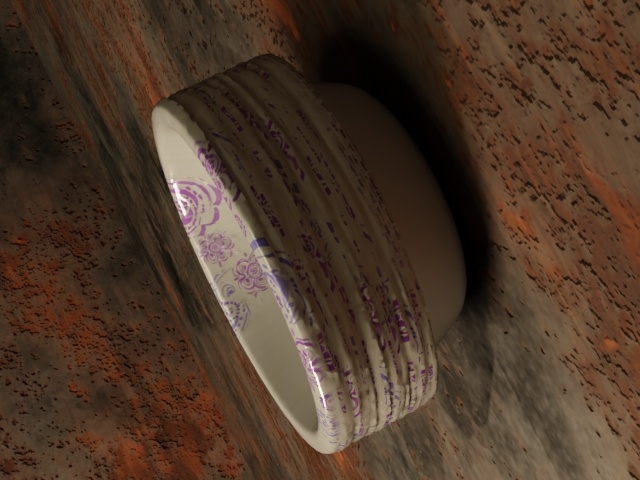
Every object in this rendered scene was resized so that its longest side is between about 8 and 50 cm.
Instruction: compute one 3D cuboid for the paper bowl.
[{"bbox_3d":[0.000,0.000,0.904,0.284,0.148,0.284,56,164,25],"label":"paper bowl"}]
